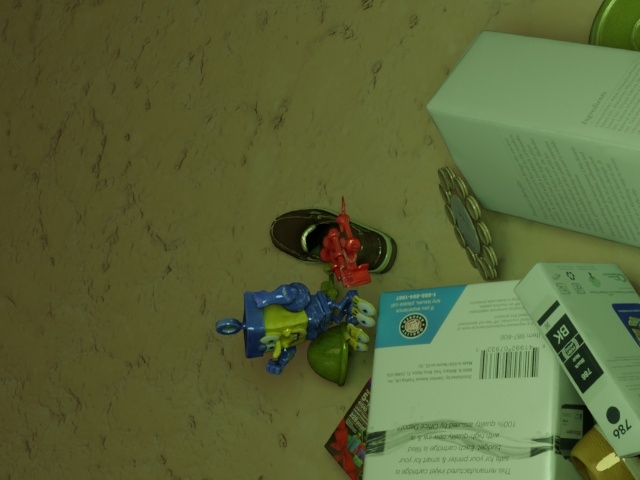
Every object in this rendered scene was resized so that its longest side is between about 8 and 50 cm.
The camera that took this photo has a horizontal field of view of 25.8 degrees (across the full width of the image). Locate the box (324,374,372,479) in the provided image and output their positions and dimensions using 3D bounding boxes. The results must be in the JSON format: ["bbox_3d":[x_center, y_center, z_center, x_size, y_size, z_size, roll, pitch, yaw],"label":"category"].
[{"bbox_3d":[0.152,0.331,2.108,0.293,0.057,0.201,45,110,37],"label":"box"}]

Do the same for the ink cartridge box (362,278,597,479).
[{"bbox_3d":[0.221,0.269,1.922,0.285,0.166,0.395,-6,66,32],"label":"ink cartridge box"}]

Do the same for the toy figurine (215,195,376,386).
[{"bbox_3d":[-0.057,0.106,2.113,0.362,0.217,0.191,101,156,-63],"label":"toy figurine"}]

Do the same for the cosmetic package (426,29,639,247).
[{"bbox_3d":[0.389,-0.123,1.849,0.453,0.230,0.161,17,62,41],"label":"cosmetic package"}]

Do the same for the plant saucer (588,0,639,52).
[{"bbox_3d":[0.473,-0.286,1.961,0.241,0.037,0.241,-9,76,39],"label":"plant saucer"}]

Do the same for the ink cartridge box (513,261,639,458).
[{"bbox_3d":[0.387,0.169,1.738,0.065,0.165,0.333,-54,50,33],"label":"ink cartridge box"}]

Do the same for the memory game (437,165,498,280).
[{"bbox_3d":[0.218,-0.025,2.063,0.012,0.186,0.186,-23,59,-8],"label":"memory game"}]

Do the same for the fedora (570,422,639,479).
[{"bbox_3d":[0.374,0.288,1.787,0.079,0.194,0.194,-34,57,0],"label":"fedora"}]

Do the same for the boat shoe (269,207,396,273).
[{"bbox_3d":[0.002,-0.008,2.280,0.257,0.095,0.095,8,87,42],"label":"boat shoe"}]
